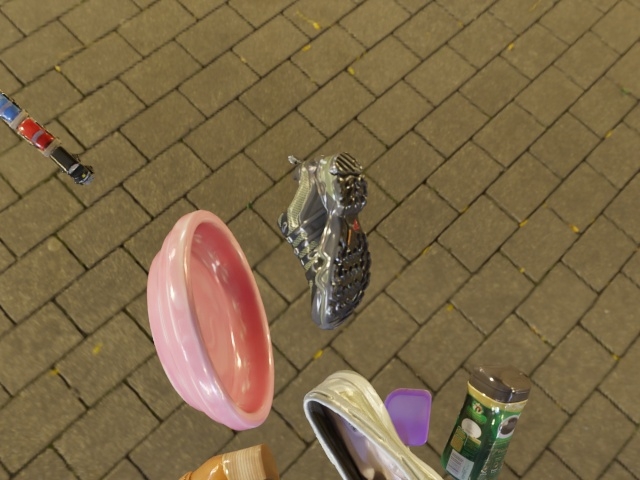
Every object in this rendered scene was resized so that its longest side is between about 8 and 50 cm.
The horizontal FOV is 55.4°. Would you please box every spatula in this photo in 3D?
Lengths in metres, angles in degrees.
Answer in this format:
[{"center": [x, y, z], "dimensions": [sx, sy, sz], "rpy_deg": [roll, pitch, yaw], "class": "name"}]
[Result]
[{"center": [0.144, 0.397, 1.011], "dimensions": [0.084, 0.030, 0.296], "rpy_deg": [7, 66, -9], "class": "spatula"}]

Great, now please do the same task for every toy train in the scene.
[{"center": [-0.312, -0.115, 0.670], "dimensions": [0.158, 0.036, 0.027], "rpy_deg": [39, 86, 11], "class": "toy train"}]

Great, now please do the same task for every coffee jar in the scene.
[{"center": [0.257, 0.281, 0.946], "dimensions": [0.096, 0.079, 0.184], "rpy_deg": [6, 106, -40], "class": "coffee jar"}]

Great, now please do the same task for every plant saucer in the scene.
[{"center": [-0.164, 0.122, 0.922], "dimensions": [0.084, 0.332, 0.331], "rpy_deg": [-17, 71, 8], "class": "plant saucer"}]

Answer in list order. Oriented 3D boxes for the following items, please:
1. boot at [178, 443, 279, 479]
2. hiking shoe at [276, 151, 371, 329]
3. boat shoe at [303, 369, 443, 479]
[{"center": [-0.166, 0.501, 1.014], "dimensions": [0.220, 0.109, 0.283], "rpy_deg": [-26, 55, 10], "class": "boot"}, {"center": [0.000, 0.000, 0.793], "dimensions": [0.086, 0.114, 0.226], "rpy_deg": [-1, 95, -49], "class": "hiking shoe"}, {"center": [0.087, 0.335, 0.853], "dimensions": [0.118, 0.103, 0.320], "rpy_deg": [-36, 80, 27], "class": "boat shoe"}]
